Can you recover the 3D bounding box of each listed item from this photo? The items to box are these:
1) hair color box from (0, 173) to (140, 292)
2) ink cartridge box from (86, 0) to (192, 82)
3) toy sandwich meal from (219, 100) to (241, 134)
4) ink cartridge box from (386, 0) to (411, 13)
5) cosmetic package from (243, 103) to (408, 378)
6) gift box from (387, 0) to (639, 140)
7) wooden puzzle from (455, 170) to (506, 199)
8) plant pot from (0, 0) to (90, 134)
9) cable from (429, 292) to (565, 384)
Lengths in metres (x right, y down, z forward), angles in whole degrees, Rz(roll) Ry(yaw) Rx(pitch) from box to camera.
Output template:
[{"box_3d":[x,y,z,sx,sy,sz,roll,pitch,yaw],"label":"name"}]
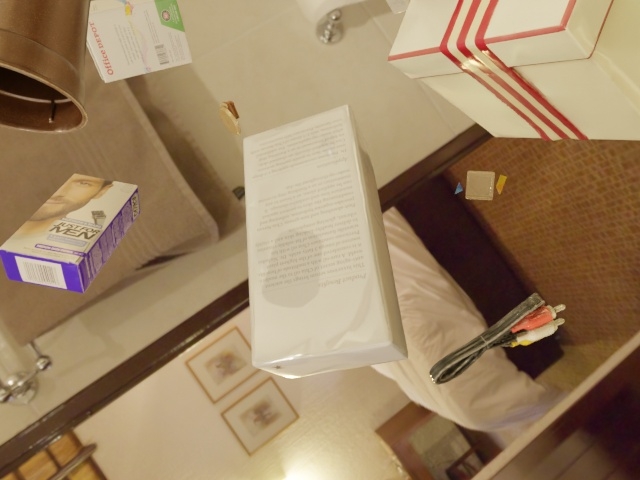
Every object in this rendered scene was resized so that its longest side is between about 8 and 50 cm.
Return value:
[{"box_3d":[-0.623,-0.031,1.208,0.338,0.185,0.110,-81,3,-53],"label":"hair color box"},{"box_3d":[-0.425,-0.473,1.079,0.154,0.213,0.093,84,159,-46],"label":"ink cartridge box"},{"box_3d":[-0.211,-0.292,1.120,0.085,0.029,0.085,42,159,21],"label":"toy sandwich meal"},{"box_3d":[0.209,-0.673,1.223,0.060,0.104,0.180,9,154,46],"label":"ink cartridge box"},{"box_3d":[0.000,0.000,0.864,0.161,0.230,0.452,48,-148,-59],"label":"cosmetic package"},{"box_3d":[0.246,-0.281,0.515,0.258,0.276,0.255,20,176,-34],"label":"gift box"},{"box_3d":[0.408,-0.140,1.197,0.117,0.078,0.014,11,-177,8],"label":"wooden puzzle"},{"box_3d":[-0.345,-0.233,0.535,0.167,0.167,0.165,111,162,-76],"label":"plant pot"},{"box_3d":[0.347,0.197,0.907,0.072,0.287,0.139,53,167,35],"label":"cable"}]
